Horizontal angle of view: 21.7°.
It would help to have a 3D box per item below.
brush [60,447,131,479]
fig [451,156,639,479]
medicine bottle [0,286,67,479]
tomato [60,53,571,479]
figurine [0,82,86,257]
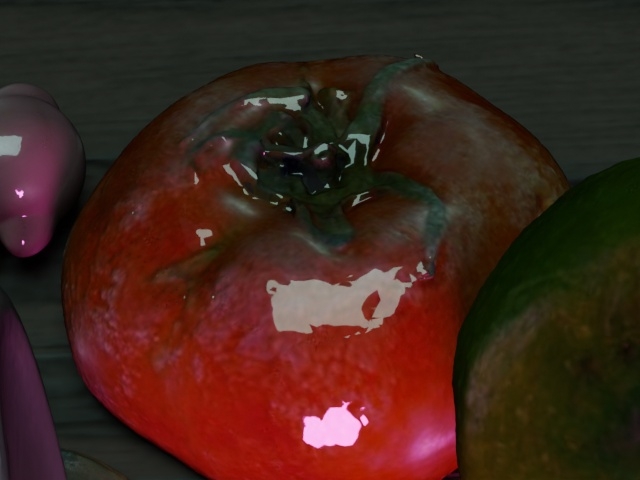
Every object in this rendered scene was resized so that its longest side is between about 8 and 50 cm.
[{"bbox_3d":[-0.046,0.136,0.677,0.196,0.021,0.070,32,59,25],"label":"brush"},{"bbox_3d":[0.169,0.063,0.644,0.203,0.203,0.235,36,21,27],"label":"fig"},{"bbox_3d":[-0.235,0.144,0.540,0.306,0.245,0.245,-11,52,-5],"label":"medicine bottle"},{"bbox_3d":[0.000,0.000,0.733,0.236,0.095,0.237,-2,52,2],"label":"tomato"},{"bbox_3d":[-0.145,-0.032,0.785,0.071,0.067,0.083,-25,69,10],"label":"figurine"}]
